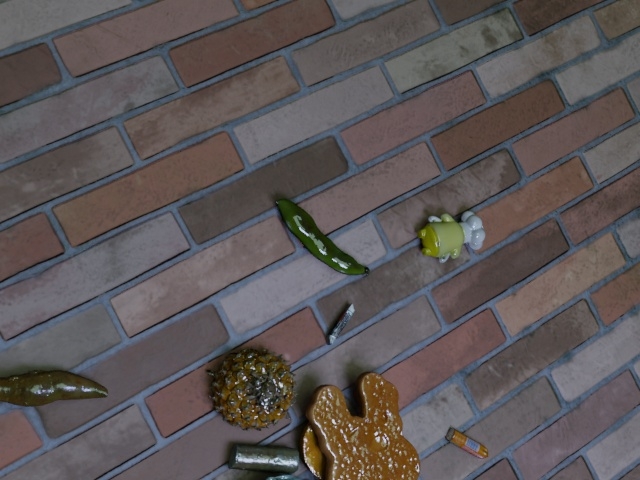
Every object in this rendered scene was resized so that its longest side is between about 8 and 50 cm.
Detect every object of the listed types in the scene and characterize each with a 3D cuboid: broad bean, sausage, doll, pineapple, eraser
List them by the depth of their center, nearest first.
[{"bbox_3d":[-0.117,0.284,1.676,0.176,0.137,0.161,2,80,-22],"label":"pineapple"},{"bbox_3d":[0.040,0.173,1.817,0.019,0.027,0.099,40,70,-9],"label":"eraser"},{"bbox_3d":[-0.002,0.003,1.821,0.254,0.046,0.065,41,62,-12],"label":"broad bean"},{"bbox_3d":[0.319,0.439,1.878,0.107,0.031,0.031,33,71,-13],"label":"sausage"},{"bbox_3d":[0.291,-0.011,1.931,0.162,0.062,0.106,-13,90,-23],"label":"doll"}]

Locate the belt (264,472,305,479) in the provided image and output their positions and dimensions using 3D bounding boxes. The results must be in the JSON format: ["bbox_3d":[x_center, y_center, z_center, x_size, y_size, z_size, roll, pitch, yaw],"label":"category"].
[{"bbox_3d":[-0.067,0.566,1.642,0.207,0.150,0.257,6,77,-10],"label":"belt"}]

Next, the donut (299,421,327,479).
[{"bbox_3d":[0.026,0.415,1.752,0.152,0.058,0.152,4,78,-20],"label":"donut"}]

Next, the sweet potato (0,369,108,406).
[{"bbox_3d":[-0.519,0.263,1.563,0.274,0.067,0.067,6,78,-20],"label":"sweet potato"}]

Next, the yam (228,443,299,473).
[{"bbox_3d":[-0.110,0.423,1.700,0.132,0.054,0.054,9,77,-18],"label":"yam"}]

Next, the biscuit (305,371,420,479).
[{"bbox_3d":[0.095,0.428,1.718,0.202,0.047,0.333,-16,84,-25],"label":"biscuit"}]
